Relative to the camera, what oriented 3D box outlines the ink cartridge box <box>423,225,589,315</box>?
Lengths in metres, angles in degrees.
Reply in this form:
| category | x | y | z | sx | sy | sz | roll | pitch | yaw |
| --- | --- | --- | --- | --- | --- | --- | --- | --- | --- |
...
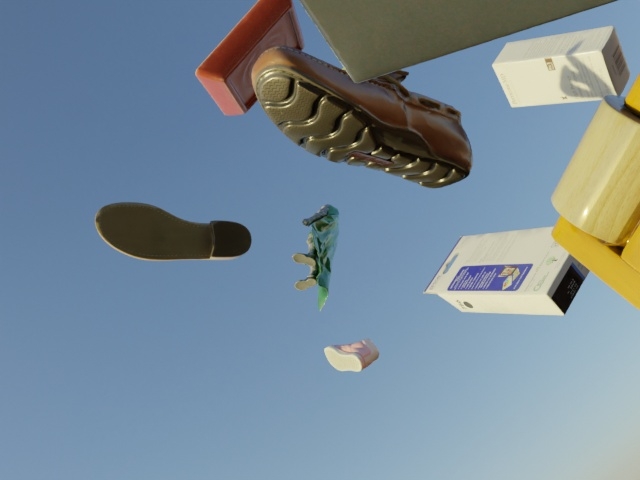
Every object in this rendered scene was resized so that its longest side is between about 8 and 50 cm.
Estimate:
| category | x | y | z | sx | sy | sz | roll | pitch | yaw |
| --- | --- | --- | --- | --- | --- | --- | --- | --- | --- |
| ink cartridge box | 0.350 | 0.056 | 1.272 | 0.065 | 0.332 | 0.165 | 45 | -111 | -19 |

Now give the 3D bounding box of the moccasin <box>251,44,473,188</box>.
| category | x | y | z | sx | sy | sz | roll | pitch | yaw |
| --- | --- | --- | --- | --- | --- | --- | --- | --- | --- |
| moccasin | 0.072 | -0.185 | 0.932 | 0.380 | 0.147 | 0.139 | 11 | -21 | -34 |

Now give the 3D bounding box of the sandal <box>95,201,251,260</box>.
| category | x | y | z | sx | sy | sz | roll | pitch | yaw |
| --- | --- | --- | --- | --- | --- | --- | --- | --- | --- |
| sandal | -0.234 | 0.000 | 1.082 | 0.240 | 0.088 | 0.079 | 7 | -16 | -15 |

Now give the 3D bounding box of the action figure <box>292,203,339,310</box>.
| category | x | y | z | sx | sy | sz | roll | pitch | yaw |
| --- | --- | --- | --- | --- | --- | --- | --- | --- | --- |
| action figure | 0.000 | 0.000 | 1.132 | 0.063 | 0.232 | 0.137 | 3 | -65 | 9 |

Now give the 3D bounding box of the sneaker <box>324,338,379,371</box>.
| category | x | y | z | sx | sy | sz | roll | pitch | yaw |
| --- | --- | --- | --- | --- | --- | --- | --- | --- | --- |
| sneaker | 0.068 | 0.232 | 1.388 | 0.070 | 0.051 | 0.134 | -26 | 12 | -31 |

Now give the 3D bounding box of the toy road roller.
| category | x | y | z | sx | sy | sz | roll | pitch | yaw |
| --- | --- | --- | --- | --- | --- | --- | --- | --- | --- |
| toy road roller | 0.439 | -0.020 | 0.707 | 0.240 | 0.329 | 0.203 | -6 | -51 | -36 |

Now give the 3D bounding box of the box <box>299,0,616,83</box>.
| category | x | y | z | sx | sy | sz | roll | pitch | yaw |
| --- | --- | --- | --- | --- | --- | --- | --- | --- | --- |
| box | 0.138 | -0.339 | 0.612 | 0.296 | 0.294 | 0.183 | -11 | -39 | 30 |

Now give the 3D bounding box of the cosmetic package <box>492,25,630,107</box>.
| category | x | y | z | sx | sy | sz | roll | pitch | yaw |
| --- | --- | --- | --- | --- | --- | --- | --- | --- | --- |
| cosmetic package | 0.470 | -0.337 | 1.335 | 0.117 | 0.231 | 0.085 | 52 | -121 | -31 |

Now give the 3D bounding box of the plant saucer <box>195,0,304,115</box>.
| category | x | y | z | sx | sy | sz | roll | pitch | yaw |
| --- | --- | --- | --- | --- | --- | --- | --- | --- | --- |
| plant saucer | -0.127 | -0.384 | 1.416 | 0.259 | 0.047 | 0.258 | -48 | -10 | -2 |
